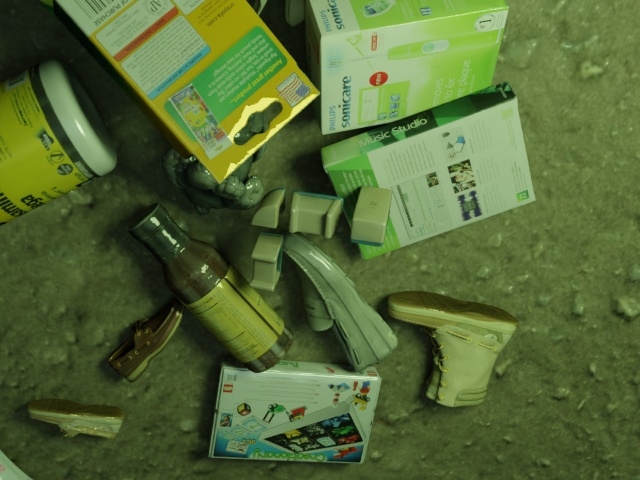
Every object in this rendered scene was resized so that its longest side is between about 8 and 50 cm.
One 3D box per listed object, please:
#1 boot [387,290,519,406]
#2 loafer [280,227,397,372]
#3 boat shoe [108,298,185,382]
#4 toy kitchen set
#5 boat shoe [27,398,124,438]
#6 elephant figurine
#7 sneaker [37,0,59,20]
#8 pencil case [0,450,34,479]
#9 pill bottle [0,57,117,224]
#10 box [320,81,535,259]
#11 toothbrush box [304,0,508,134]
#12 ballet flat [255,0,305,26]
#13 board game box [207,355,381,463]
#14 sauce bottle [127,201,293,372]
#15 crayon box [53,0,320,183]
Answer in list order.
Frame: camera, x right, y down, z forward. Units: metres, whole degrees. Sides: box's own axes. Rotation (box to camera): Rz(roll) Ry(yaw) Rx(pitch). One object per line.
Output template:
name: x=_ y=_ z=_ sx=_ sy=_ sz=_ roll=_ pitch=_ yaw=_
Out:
boot: x=0.225 y=0.209 z=1.513 sx=0.262 sy=0.095 sz=0.203 roll=12 pitch=108 yaw=-19
loafer: x=0.017 y=0.113 z=1.424 sx=0.111 sy=0.112 sz=0.319 roll=-41 pitch=113 yaw=-4
boat shoe: x=-0.305 y=0.171 z=1.406 sx=0.060 sy=0.064 sz=0.178 roll=36 pitch=102 yaw=-23
toy kitchen set: x=0.000 y=0.000 z=1.293 sx=0.207 sy=0.122 sz=0.166 roll=9 pitch=120 yaw=6
boat shoe: x=-0.442 y=0.326 z=1.436 sx=0.170 sy=0.063 sz=0.059 roll=12 pitch=101 yaw=-16
elephant figurine: x=-0.140 y=-0.176 z=1.273 sx=0.169 sy=0.186 sz=0.239 roll=37 pitch=63 yaw=-52
sneaker: x=-0.312 y=-0.345 z=1.196 sx=0.295 sy=0.123 sz=0.109 roll=30 pitch=89 yaw=-38
pencil case: x=-0.562 y=0.460 z=1.435 sx=0.124 sy=0.113 sz=0.273 roll=-46 pitch=112 yaw=-4
pill bottle: x=-0.494 y=-0.120 z=1.195 sx=0.334 sy=0.188 sz=0.188 roll=-26 pitch=113 yaw=0
box: x=0.186 y=-0.109 z=1.343 sx=0.322 sy=0.058 sz=0.232 roll=-20 pitch=132 yaw=5
toothbrush box: x=0.124 y=-0.297 z=1.242 sx=0.283 sy=0.122 sz=0.206 roll=-10 pitch=146 yaw=-7
ballet flat: x=-0.083 y=-0.394 z=1.228 sx=0.342 sy=0.116 sz=0.124 roll=-1 pitch=130 yaw=-11
board game box: x=-0.051 y=0.325 z=1.519 sx=0.305 sy=0.053 sz=0.193 roll=6 pitch=108 yaw=-13
sauce bottle: x=-0.188 y=0.079 z=1.373 sx=0.111 sy=0.111 sz=0.344 roll=-37 pitch=111 yaw=4
crayon box: x=-0.183 y=-0.262 z=1.114 sx=0.203 sy=0.083 sz=0.323 roll=-43 pitch=103 yaw=-13
